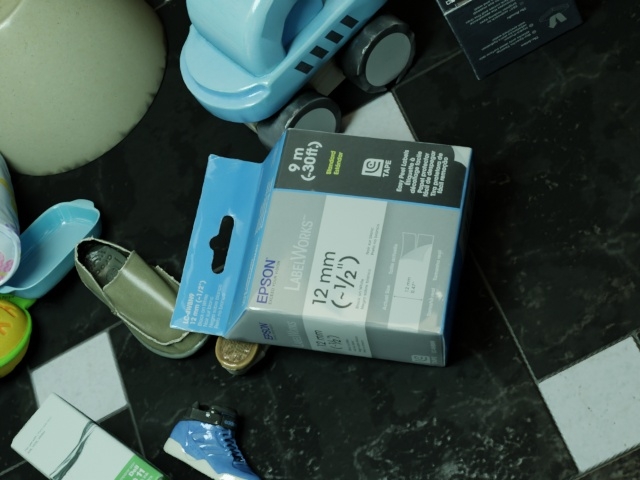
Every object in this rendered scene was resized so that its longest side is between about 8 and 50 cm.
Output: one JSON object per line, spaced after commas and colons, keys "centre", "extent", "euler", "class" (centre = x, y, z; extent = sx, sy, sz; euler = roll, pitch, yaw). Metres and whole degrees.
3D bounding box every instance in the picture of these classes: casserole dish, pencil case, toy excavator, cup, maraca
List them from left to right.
{"centre": [-0.482, -0.037, 2.005], "extent": [0.124, 0.113, 0.273], "euler": [-19, 32, -7], "class": "pencil case"}
{"centre": [-0.448, 0.122, 1.969], "extent": [0.127, 0.099, 0.186], "euler": [-6, 35, 9], "class": "maraca"}
{"centre": [-0.420, -0.293, 2.099], "extent": [0.331, 0.237, 0.331], "euler": [-11, 59, 19], "class": "cup"}
{"centre": [-0.374, 0.017, 1.996], "extent": [0.114, 0.037, 0.188], "euler": [12, 51, 39], "class": "casserole dish"}
{"centre": [-0.039, -0.373, 1.834], "extent": [0.433, 0.445, 0.222], "euler": [-46, 55, -4], "class": "toy excavator"}

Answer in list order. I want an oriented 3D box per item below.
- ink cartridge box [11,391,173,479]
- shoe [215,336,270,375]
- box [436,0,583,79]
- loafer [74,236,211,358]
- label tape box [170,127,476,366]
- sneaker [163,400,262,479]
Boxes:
{"centre": [-0.250, 0.287, 1.744], "extent": [0.208, 0.153, 0.087], "euler": [30, 77, 33], "class": "ink cartridge box"}
{"centre": [-0.070, 0.071, 1.839], "extent": [0.076, 0.058, 0.219], "euler": [18, 70, 23], "class": "shoe"}
{"centre": [0.232, -0.311, 1.848], "extent": [0.156, 0.158, 0.093], "euler": [-28, 55, 8], "class": "box"}
{"centre": [-0.242, 0.071, 1.901], "extent": [0.251, 0.087, 0.094], "euler": [29, 78, 34], "class": "loafer"}
{"centre": [0.000, 0.000, 1.762], "extent": [0.347, 0.115, 0.249], "euler": [8, 66, 9], "class": "label tape box"}
{"centre": [-0.117, 0.246, 1.762], "extent": [0.152, 0.058, 0.084], "euler": [21, 82, 39], "class": "sneaker"}
